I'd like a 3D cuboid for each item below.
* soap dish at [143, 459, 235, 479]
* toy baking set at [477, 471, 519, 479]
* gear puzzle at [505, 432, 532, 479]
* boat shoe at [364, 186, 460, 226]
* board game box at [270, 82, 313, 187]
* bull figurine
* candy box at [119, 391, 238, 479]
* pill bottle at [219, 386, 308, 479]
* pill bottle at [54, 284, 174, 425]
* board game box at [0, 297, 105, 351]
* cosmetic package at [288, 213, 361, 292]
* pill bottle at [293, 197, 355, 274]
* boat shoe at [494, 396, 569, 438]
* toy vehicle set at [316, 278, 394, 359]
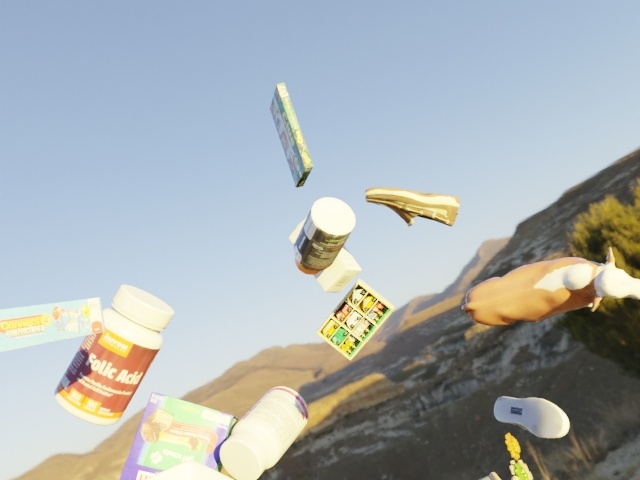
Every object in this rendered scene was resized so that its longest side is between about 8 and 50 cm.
[{"bbox_3d":[-0.340,0.642,1.371,0.228,0.118,0.290,7,9,38],"label":"soap dish"},{"bbox_3d":[0.351,0.610,1.306,0.196,0.030,0.256,-29,3,23],"label":"toy baking set"},{"bbox_3d":[0.671,0.780,1.872,0.044,0.339,0.175,-30,-31,25],"label":"gear puzzle"},{"bbox_3d":[0.243,-0.086,1.594,0.257,0.095,0.095,8,-1,12],"label":"boat shoe"},{"bbox_3d":[-0.084,-0.292,1.646,0.030,0.260,0.136,-14,-15,-20],"label":"board game box"},{"bbox_3d":[0.409,0.089,1.036,0.310,0.101,0.188,-15,-17,36],"label":"bull figurine"},{"bbox_3d":[-0.424,0.644,1.746,0.268,0.318,0.122,14,-18,8],"label":"candy box"},{"bbox_3d":[-0.163,0.566,1.732,0.160,0.160,0.283,-31,1,30],"label":"pill bottle"},{"bbox_3d":[-0.639,0.354,1.852,0.392,0.224,0.224,-61,-14,-2],"label":"pill bottle"},{"bbox_3d":[-0.724,0.207,1.354,0.301,0.086,0.308,-12,-5,27],"label":"board game box"},{"bbox_3d":[0.011,0.039,1.833,0.117,0.231,0.085,-46,-29,23],"label":"cosmetic package"},{"bbox_3d":[0.000,0.000,1.672,0.130,0.131,0.246,-16,-27,-31],"label":"pill bottle"},{"bbox_3d":[0.555,0.449,1.508,0.084,0.095,0.258,17,-7,-17],"label":"boat shoe"},{"bbox_3d":[0.126,0.292,2.157,0.267,0.166,0.035,-53,-1,18],"label":"toy vehicle set"}]
